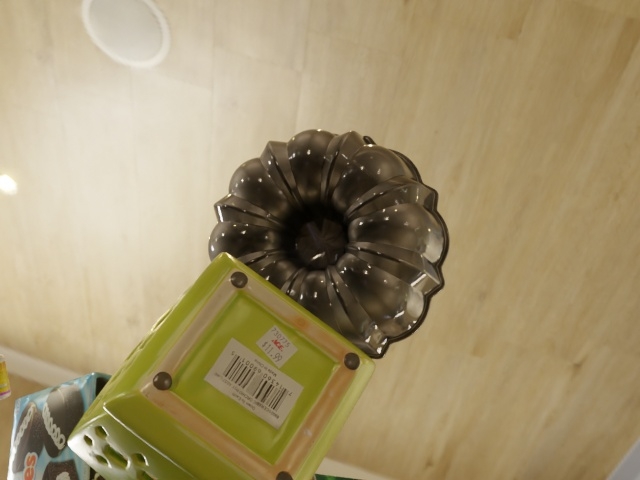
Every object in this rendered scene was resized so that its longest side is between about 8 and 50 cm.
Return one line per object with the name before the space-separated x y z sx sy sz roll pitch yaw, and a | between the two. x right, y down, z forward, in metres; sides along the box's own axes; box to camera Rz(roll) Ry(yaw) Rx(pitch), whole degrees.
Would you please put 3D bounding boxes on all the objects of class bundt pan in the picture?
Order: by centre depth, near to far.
bundt pan | 0.000 0.000 1.112 0.330 0.331 0.124 11 -9 14

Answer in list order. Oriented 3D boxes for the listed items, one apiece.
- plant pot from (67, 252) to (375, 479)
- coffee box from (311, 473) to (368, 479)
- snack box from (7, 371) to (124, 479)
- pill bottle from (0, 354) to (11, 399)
plant pot | -0.091 0.163 0.861 0.228 0.227 0.207 37 -31 -2
coffee box | 0.031 0.506 1.630 0.184 0.113 0.040 12 -31 -10
snack box | -0.335 0.347 1.101 0.187 0.322 0.060 -22 -31 35
pill bottle | -0.508 0.205 1.327 0.043 0.043 0.083 -5 -84 29
